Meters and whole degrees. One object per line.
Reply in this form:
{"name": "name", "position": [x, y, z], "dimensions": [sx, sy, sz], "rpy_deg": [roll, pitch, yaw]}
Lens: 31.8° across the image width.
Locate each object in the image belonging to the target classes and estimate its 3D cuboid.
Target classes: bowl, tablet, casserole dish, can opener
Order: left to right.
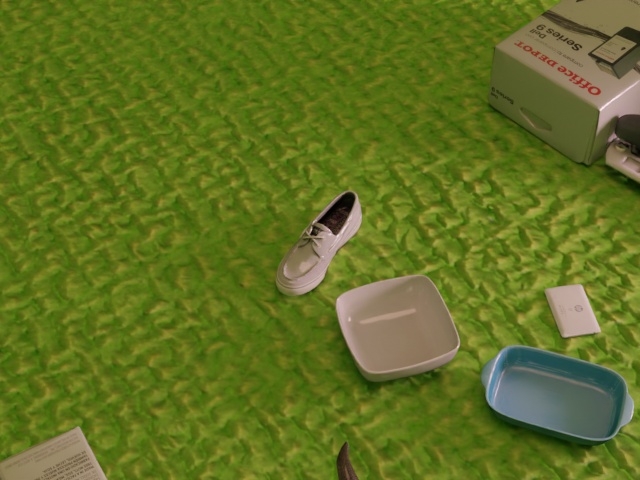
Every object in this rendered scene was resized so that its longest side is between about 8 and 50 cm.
{"name": "bowl", "position": [0.097, 0.121, 1.456], "dimensions": [0.142, 0.053, 0.142], "rpy_deg": [-13, 50, -11]}
{"name": "casserole dish", "position": [0.292, 0.196, 1.398], "dimensions": [0.188, 0.037, 0.114], "rpy_deg": [14, 51, 14]}
{"name": "tablet", "position": [0.338, 0.094, 1.506], "dimensions": [0.054, 0.006, 0.083], "rpy_deg": [-7, 50, -6]}
{"name": "can opener", "position": [0.537, -0.086, 1.601], "dimensions": [0.283, 0.095, 0.076], "rpy_deg": [34, 58, 27]}

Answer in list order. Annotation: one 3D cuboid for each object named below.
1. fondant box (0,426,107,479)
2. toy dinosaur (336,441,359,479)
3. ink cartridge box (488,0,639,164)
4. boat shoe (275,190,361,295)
{"name": "fondant box", "position": [-0.199, 0.384, 1.108], "dimensions": [0.096, 0.238, 0.330], "rpy_deg": [-23, 52, -20]}
{"name": "toy dinosaur", "position": [0.042, 0.376, 1.215], "dimensions": [0.160, 0.121, 0.313], "rpy_deg": [9, 44, -7]}
{"name": "ink cartridge box", "position": [0.435, -0.275, 1.751], "dimensions": [0.289, 0.121, 0.211], "rpy_deg": [-36, 57, -26]}
{"name": "boat shoe", "position": [0.000, 0.000, 1.556], "dimensions": [0.066, 0.063, 0.184], "rpy_deg": [31, 56, 25]}
